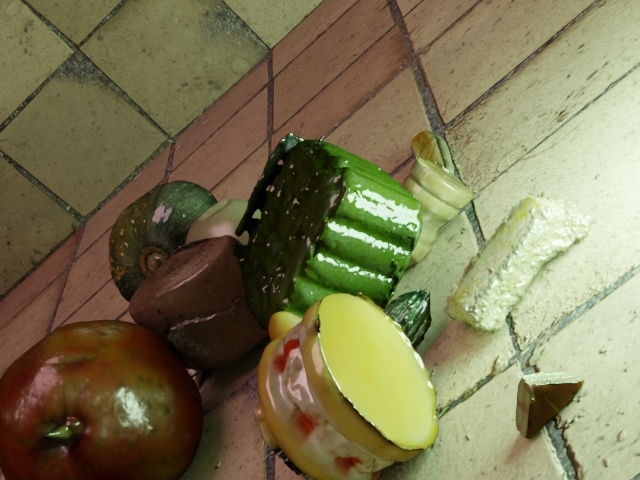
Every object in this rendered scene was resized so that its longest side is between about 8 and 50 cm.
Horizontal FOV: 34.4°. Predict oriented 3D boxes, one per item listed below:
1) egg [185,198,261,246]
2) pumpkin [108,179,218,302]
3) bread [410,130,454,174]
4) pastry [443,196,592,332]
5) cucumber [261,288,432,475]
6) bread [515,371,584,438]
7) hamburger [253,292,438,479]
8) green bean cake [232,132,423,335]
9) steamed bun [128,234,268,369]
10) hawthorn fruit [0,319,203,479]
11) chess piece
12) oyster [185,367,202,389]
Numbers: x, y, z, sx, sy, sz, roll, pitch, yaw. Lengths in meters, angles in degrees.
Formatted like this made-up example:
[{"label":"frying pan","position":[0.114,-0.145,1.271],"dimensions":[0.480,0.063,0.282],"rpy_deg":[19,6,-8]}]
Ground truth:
[{"label":"egg","position":[-0.180,0.019,2.247],"dimensions":[0.269,0.219,0.219],"rpy_deg":[10,58,48]},{"label":"pumpkin","position":[-0.368,0.015,2.506],"dimensions":[0.327,0.292,0.257],"rpy_deg":[-20,7,24]},{"label":"bread","position":[0.226,-0.156,2.027],"dimensions":[0.073,0.053,0.214],"rpy_deg":[-44,25,18]},{"label":"pastry","position":[0.294,0.030,1.557],"dimensions":[0.258,0.089,0.121],"rpy_deg":[-50,35,1]},{"label":"cucumber","position":[0.058,0.217,1.660],"dimensions":[0.359,0.096,0.096],"rpy_deg":[-46,22,-3]},{"label":"bread","position":[0.282,0.197,1.324],"dimensions":[0.109,0.062,0.043],"rpy_deg":[-44,21,-1]},{"label":"hamburger","position":[0.017,0.209,1.492],"dimensions":[0.186,0.261,0.303],"rpy_deg":[-35,59,26]},{"label":"green bean cake","position":[0.000,0.000,1.772],"dimensions":[0.335,0.218,0.319],"rpy_deg":[-67,21,11]},{"label":"steamed bun","position":[-0.237,0.143,2.069],"dimensions":[0.301,0.251,0.199],"rpy_deg":[-27,15,37]},{"label":"hawthorn fruit","position":[-0.430,0.337,1.911],"dimensions":[0.403,0.403,0.403],"rpy_deg":[-38,24,20]},{"label":"chess piece","position":[0.141,0.001,1.859],"dimensions":[0.301,0.137,0.137],"rpy_deg":[-54,20,16]},{"label":"oyster","position":[-0.336,0.285,2.252],"dimensions":[0.232,0.107,0.161],"rpy_deg":[-37,16,17]}]
